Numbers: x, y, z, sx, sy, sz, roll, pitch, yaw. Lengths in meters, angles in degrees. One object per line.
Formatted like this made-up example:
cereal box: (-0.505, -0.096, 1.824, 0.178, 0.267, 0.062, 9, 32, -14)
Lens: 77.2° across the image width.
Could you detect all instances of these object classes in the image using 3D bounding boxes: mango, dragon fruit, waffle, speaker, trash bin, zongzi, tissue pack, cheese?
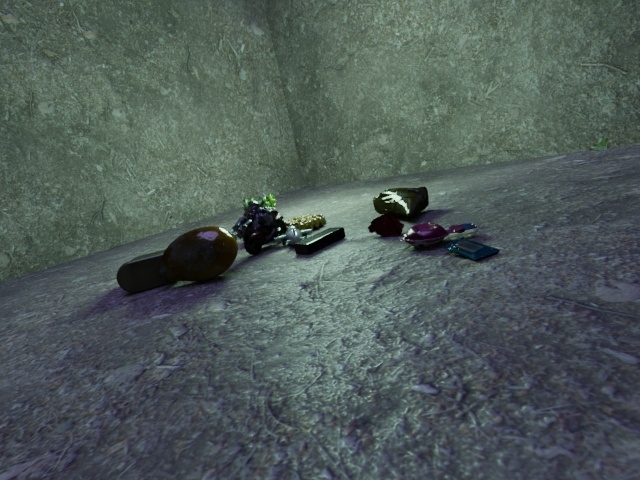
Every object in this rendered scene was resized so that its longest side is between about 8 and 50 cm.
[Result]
mango: (-0.452, 0.060, 1.468, 0.316, 0.193, 0.146, -23, -9, 8)
dragon fruit: (0.251, -0.051, 1.537, 0.131, 0.097, 0.063, -27, -4, 43)
waffle: (-0.100, -0.085, 2.032, 0.253, 0.056, 0.249, -7, 13, 13)
speaker: (0.000, 0.000, 1.593, 0.082, 0.044, 0.218, 0, 18, 44)
trash bin: (-0.669, 0.110, 1.615, 0.243, 0.121, 0.247, -16, 10, -15)
zongzi: (0.322, -0.148, 1.760, 0.251, 0.125, 0.274, -3, 22, 33)
tissue pack: (0.420, 0.025, 1.129, 0.085, 0.028, 0.138, -21, 19, -19)
cheese: (0.376, -0.024, 1.298, 0.244, 0.062, 0.155, -11, 14, 2)

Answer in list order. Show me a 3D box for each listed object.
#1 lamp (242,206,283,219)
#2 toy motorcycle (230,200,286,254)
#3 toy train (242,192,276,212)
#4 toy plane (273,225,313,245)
lamp: (-0.300, -0.086, 1.969, 0.223, 0.151, 0.215, -26, 38, 21)
toy motorcycle: (-0.294, -0.048, 1.709, 0.134, 0.207, 0.401, -23, 13, 38)
toy train: (-0.334, -0.160, 2.284, 0.159, 0.188, 0.271, -10, 11, 9)
toy plane: (-0.115, -0.023, 1.726, 0.174, 0.080, 0.174, -13, 11, 2)
